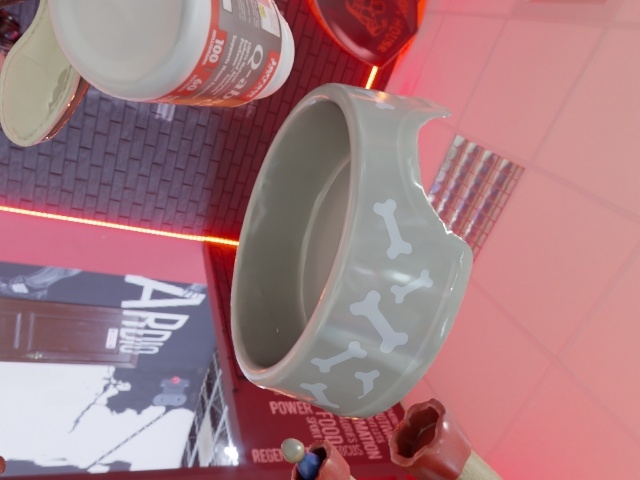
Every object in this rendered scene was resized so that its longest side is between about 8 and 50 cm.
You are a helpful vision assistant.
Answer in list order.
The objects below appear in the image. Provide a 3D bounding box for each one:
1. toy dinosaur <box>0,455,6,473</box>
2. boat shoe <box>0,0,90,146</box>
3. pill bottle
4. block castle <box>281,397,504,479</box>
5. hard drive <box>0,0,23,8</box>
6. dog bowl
[{"bbox_3d":[-0.313,0.173,0.362,0.047,0.090,0.082,-52,-176,0],"label":"toy dinosaur"},{"bbox_3d":[-0.376,-0.287,0.658,0.324,0.117,0.097,-61,177,14],"label":"boat shoe"},{"bbox_3d":[-0.176,-0.308,0.650,0.363,0.210,0.210,-42,154,-68],"label":"pill bottle"},{"bbox_3d":[0.012,0.389,0.415,0.303,0.213,0.453,-41,-172,39],"label":"block castle"},{"bbox_3d":[-0.187,-0.270,0.318,0.054,0.255,0.172,56,-12,-4],"label":"hard drive"},{"bbox_3d":[0.000,0.000,0.466,0.349,0.102,0.348,-43,-140,51],"label":"dog bowl"}]
